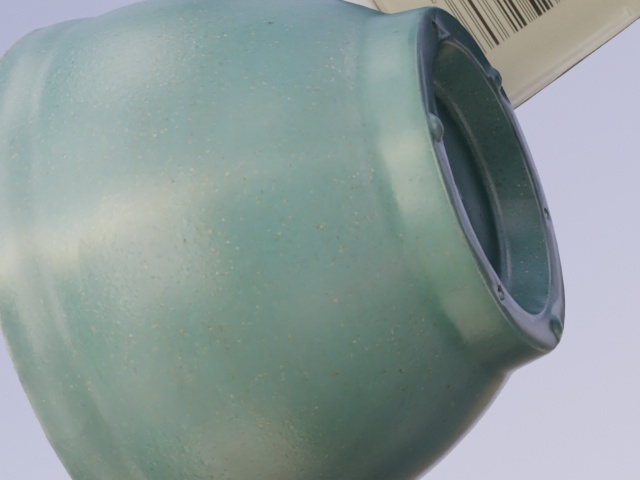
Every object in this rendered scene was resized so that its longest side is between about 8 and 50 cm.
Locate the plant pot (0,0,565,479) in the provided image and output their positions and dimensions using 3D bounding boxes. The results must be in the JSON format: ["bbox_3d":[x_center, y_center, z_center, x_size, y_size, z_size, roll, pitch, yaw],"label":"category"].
[{"bbox_3d":[0.000,0.000,0.819,0.196,0.293,0.293,-19,-28,21],"label":"plant pot"}]

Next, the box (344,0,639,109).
[{"bbox_3d":[0.071,-0.138,1.046,0.148,0.121,0.311,-36,6,-8],"label":"box"}]
